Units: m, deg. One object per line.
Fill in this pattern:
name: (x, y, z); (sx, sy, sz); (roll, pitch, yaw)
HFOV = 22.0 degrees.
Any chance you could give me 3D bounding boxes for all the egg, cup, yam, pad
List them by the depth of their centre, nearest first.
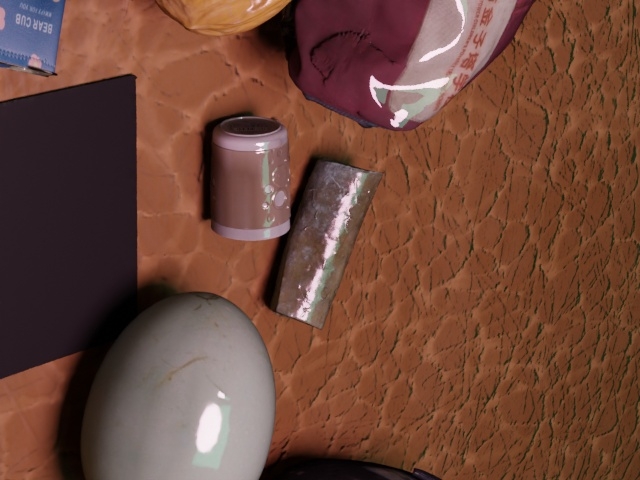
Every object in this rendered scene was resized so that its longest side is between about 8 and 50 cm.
pad: (-0.220, -0.011, 1.405); (0.170, 0.006, 0.245); (-18, 119, -41)
egg: (-0.124, 0.158, 1.459); (0.168, 0.168, 0.231); (12, 95, -50)
cup: (-0.054, -0.062, 1.513); (0.102, 0.074, 0.099); (-21, 121, -41)
yam: (0.000, 0.000, 1.608); (0.068, 0.068, 0.169); (20, 93, -50)

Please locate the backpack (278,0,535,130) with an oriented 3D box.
backpack: (0.106, -0.262, 1.507); (0.317, 0.197, 0.283); (-34, 152, -62)

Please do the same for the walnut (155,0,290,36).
walnut: (-0.067, -0.263, 1.352); (0.159, 0.159, 0.206); (41, 70, -48)

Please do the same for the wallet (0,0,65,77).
wallet: (-0.228, -0.229, 1.222); (0.141, 0.059, 0.202); (2, 100, -70)

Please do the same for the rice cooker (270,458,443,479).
rice cooker: (0.044, 0.348, 1.670); (0.224, 0.267, 0.267); (14, 96, -54)
